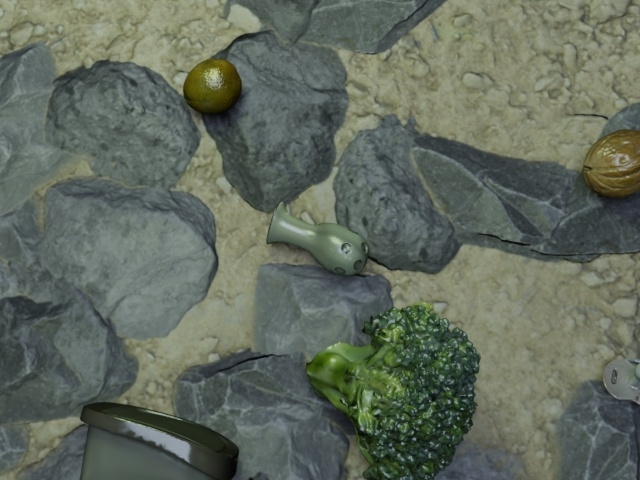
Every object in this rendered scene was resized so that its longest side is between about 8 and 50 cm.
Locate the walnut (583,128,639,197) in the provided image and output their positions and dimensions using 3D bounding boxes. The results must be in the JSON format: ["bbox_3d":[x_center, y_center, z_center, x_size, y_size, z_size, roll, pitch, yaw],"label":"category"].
[{"bbox_3d":[0.461,-0.119,1.691,0.124,0.105,0.105,-18,77,-19],"label":"walnut"}]

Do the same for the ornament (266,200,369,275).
[{"bbox_3d":[0.000,0.000,1.685,0.156,0.081,0.075,21,112,8],"label":"ornament"}]

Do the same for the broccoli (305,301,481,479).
[{"bbox_3d":[0.103,0.226,1.593,0.245,0.248,0.288,30,89,44],"label":"broccoli"}]

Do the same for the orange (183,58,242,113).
[{"bbox_3d":[-0.170,-0.240,1.732,0.095,0.085,0.085,-26,78,7],"label":"orange"}]

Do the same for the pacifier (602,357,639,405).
[{"bbox_3d":[0.470,0.201,1.629,0.099,0.078,0.081,17,57,5],"label":"pacifier"}]

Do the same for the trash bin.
[{"bbox_3d":[-0.242,0.372,1.540,0.219,0.220,0.250,11,85,5],"label":"trash bin"}]
